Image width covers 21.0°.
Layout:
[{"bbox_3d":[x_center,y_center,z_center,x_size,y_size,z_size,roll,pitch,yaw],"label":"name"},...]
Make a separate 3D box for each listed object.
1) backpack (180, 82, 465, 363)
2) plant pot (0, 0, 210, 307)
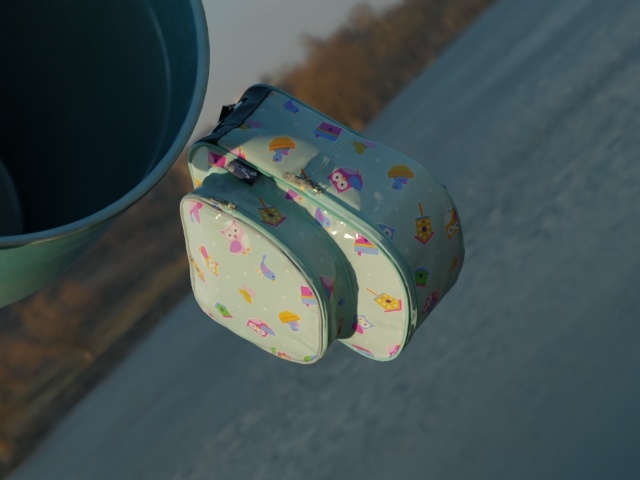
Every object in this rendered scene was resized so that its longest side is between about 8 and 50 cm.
[{"bbox_3d":[0.000,0.000,1.207,0.144,0.188,0.166,-55,-24,-36],"label":"backpack"},{"bbox_3d":[-0.231,-0.069,1.018,0.271,0.271,0.255,-44,-3,-32],"label":"plant pot"}]
